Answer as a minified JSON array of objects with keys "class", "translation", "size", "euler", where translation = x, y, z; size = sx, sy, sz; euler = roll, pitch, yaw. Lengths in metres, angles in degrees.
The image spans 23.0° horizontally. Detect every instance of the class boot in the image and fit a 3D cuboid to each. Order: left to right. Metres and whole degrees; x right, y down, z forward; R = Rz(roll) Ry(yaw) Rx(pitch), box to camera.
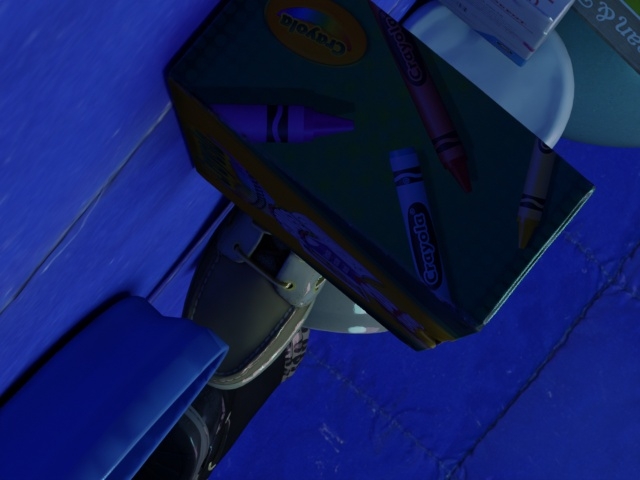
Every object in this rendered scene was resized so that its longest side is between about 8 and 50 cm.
[{"class":"boot","translation":[-0.161,0.224,1.910],"size":[0.284,0.138,0.377],"euler":[-49,172,-40]},{"class":"boot","translation":[-0.022,-0.010,1.091],"size":[0.262,0.095,0.203],"euler":[-56,179,-1]}]

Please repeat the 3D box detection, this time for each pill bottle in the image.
[{"class":"pill bottle","translation":[0.133,-0.125,1.461],"size":[0.169,0.169,0.301],"euler":[-50,177,-2]}]

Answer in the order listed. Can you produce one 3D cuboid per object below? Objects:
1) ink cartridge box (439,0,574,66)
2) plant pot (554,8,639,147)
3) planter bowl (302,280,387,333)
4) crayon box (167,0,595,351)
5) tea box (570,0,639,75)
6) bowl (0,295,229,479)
[{"class":"ink cartridge box","translation":[0.145,-0.203,1.215],"size":[0.061,0.104,0.181],"euler":[-51,178,-3]},{"class":"plant pot","translation":[0.268,-0.228,1.686],"size":[0.195,0.290,0.290],"euler":[-12,164,-18]},{"class":"planter bowl","translation":[0.000,0.000,1.302],"size":[0.162,0.162,0.109],"euler":[-43,147,-74]},{"class":"crayon box","translation":[0.020,-0.031,0.761],"size":[0.081,0.165,0.278],"euler":[-50,177,-5]},{"class":"tea box","translation":[0.373,-0.284,1.276],"size":[0.323,0.329,0.220],"euler":[-44,-177,37]},{"class":"bowl","translation":[-0.211,0.195,1.023],"size":[0.391,0.077,0.391],"euler":[-50,178,-2]}]
